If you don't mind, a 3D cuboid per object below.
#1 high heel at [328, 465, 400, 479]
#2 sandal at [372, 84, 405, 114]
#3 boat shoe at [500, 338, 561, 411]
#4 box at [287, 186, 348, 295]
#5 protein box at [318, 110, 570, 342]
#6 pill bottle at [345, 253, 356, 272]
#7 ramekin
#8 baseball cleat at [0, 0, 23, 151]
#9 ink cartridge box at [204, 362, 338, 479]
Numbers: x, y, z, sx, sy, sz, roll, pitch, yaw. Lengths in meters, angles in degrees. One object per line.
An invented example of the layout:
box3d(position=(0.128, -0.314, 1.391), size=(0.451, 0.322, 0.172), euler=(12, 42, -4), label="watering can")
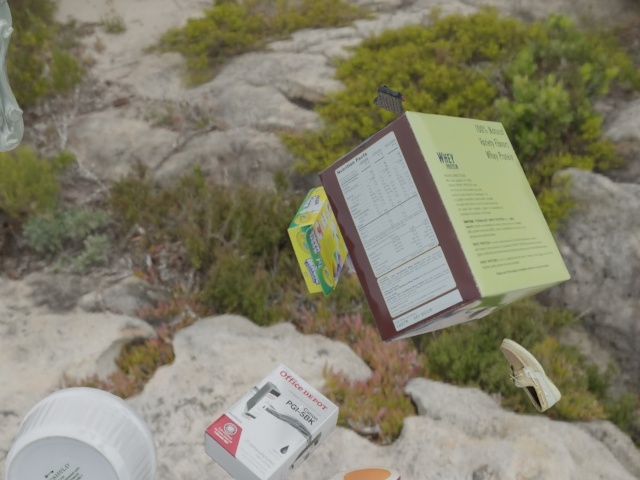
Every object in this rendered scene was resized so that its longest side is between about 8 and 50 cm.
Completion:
box3d(position=(0.028, 0.459, 1.296), size=(0.244, 0.117, 0.082), euler=(-19, 22, -26), label="high heel")
box3d(position=(0.144, -0.293, 1.604), size=(0.067, 0.040, 0.179), euler=(19, -2, 2), label="sandal")
box3d(position=(0.323, 0.212, 1.236), size=(0.045, 0.135, 0.050), euler=(-43, 9, -14), label="boat shoe")
box3d(position=(0.000, 0.000, 1.134), size=(0.043, 0.105, 0.179), euler=(-13, 20, 15), label="box")
box3d(position=(0.137, -0.016, 0.872), size=(0.136, 0.201, 0.200), euler=(-31, -17, 38), label="protein box")
box3d(position=(0.123, 0.023, 1.289), size=(0.123, 0.123, 0.219), euler=(-21, 16, -13), label="pill bottle")
box3d(position=(-0.442, 0.416, 1.435), size=(0.273, 0.273, 0.127), euler=(-7, 15, 5), label="ramekin")
box3d(position=(-0.391, -0.201, 0.882), size=(0.109, 0.206, 0.072), euler=(16, 26, 30), label="baseball cleat")
box3d(position=(-0.058, 0.227, 0.951), size=(0.099, 0.056, 0.135), euler=(34, 51, 23), label="ink cartridge box")
